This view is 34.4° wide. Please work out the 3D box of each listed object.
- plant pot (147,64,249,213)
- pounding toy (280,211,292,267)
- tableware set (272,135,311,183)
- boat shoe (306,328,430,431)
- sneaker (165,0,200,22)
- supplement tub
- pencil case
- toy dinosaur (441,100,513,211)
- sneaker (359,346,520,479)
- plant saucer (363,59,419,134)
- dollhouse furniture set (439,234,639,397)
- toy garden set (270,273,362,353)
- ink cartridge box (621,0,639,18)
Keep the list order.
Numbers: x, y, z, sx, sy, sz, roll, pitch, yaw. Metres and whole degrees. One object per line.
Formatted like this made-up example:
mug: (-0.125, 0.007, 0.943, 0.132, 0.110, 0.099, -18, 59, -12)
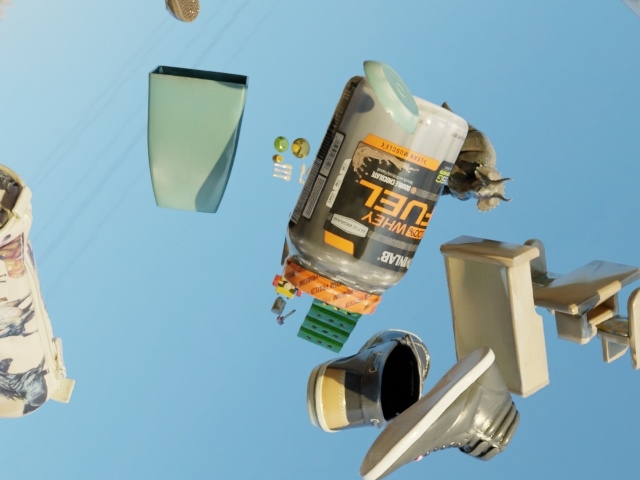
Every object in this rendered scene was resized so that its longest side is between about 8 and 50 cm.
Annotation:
plant pot: (-0.219, -0.175, 1.807, 0.165, 0.165, 0.234, -102, -161, -75)
pounding toy: (0.000, 0.000, 1.888, 0.100, 0.130, 0.141, -3, -118, 24)
tableware set: (-0.042, -0.183, 2.378, 0.024, 0.154, 0.104, 7, -92, 64)
boat shoe: (0.140, 0.283, 2.079, 0.156, 0.500, 0.187, -5, -90, 24)
sneaker: (-0.262, -0.460, 1.753, 0.071, 0.188, 0.066, 23, -133, 38)
supplement tub: (0.076, -0.070, 1.613, 0.207, 0.207, 0.338, 37, -73, 59)
pencil case: (-0.463, 0.078, 1.471, 0.183, 0.410, 0.160, 1, -135, -2)
toy dinosaur: (0.286, -0.153, 2.046, 0.160, 0.121, 0.314, -3, -138, 5)
sneaker: (0.202, 0.314, 1.625, 0.295, 0.147, 0.104, -38, -172, -21)
plant saucer: (0.101, -0.199, 1.399, 0.021, 0.119, 0.119, -33, -147, 20)
dollhouse furniture set: (0.428, 0.080, 1.894, 0.394, 0.257, 0.362, -22, -159, -35)
toy garden set: (-0.020, 0.151, 2.293, 0.244, 0.203, 0.049, 115, -2, -62)
ink cartridge box: (0.465, -0.475, 1.496, 0.117, 0.278, 0.201, -41, 173, -22)
